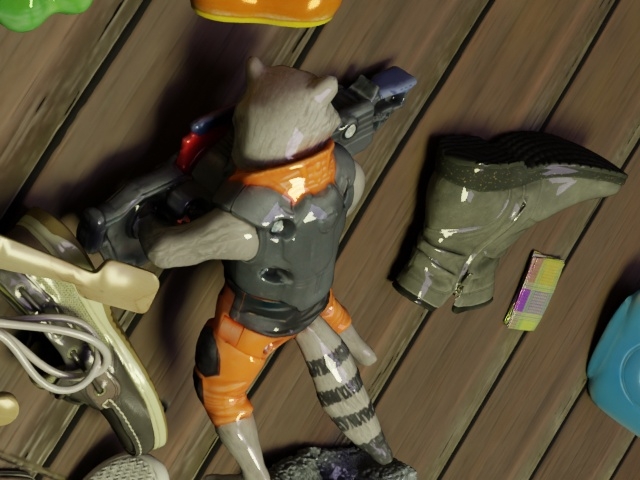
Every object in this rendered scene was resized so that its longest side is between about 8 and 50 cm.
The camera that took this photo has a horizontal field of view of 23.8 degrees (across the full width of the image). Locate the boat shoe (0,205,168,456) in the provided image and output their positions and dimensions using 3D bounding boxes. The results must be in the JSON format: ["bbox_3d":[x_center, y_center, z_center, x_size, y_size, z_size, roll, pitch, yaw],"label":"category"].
[{"bbox_3d":[-0.180,0.079,1.097,0.073,0.080,0.223,-36,128,-21],"label":"boat shoe"}]

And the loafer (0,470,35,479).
[{"bbox_3d":[-0.251,0.192,1.106,0.125,0.039,0.045,2,109,-47],"label":"loafer"}]

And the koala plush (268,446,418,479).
[{"bbox_3d":[0.033,0.300,1.327,0.203,0.221,0.196,20,96,-50],"label":"koala plush"}]

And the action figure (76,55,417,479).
[{"bbox_3d":[0.000,0.000,1.167,0.341,0.178,0.330,-35,136,-31],"label":"action figure"}]

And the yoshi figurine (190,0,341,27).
[{"bbox_3d":[-0.010,-0.334,0.977,0.203,0.203,0.362,-34,132,-51],"label":"yoshi figurine"}]

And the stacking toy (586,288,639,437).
[{"bbox_3d":[0.450,0.108,1.740,0.302,0.166,0.175,-26,144,-49],"label":"stacking toy"}]

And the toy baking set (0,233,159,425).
[{"bbox_3d":[-0.243,0.061,0.998,0.256,0.030,0.197,-38,126,-3],"label":"toy baking set"}]

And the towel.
[{"bbox_3d":[0.219,0.052,1.554,0.060,0.009,0.083,10,104,-49],"label":"towel"}]

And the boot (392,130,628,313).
[{"bbox_3d":[0.173,-0.015,1.429,0.246,0.083,0.161,-3,120,-40],"label":"boot"}]

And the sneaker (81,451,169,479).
[{"bbox_3d":[-0.173,0.281,1.223,0.240,0.091,0.126,-64,158,1],"label":"sneaker"}]

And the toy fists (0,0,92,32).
[{"bbox_3d":[-0.229,-0.172,0.893,0.279,0.096,0.142,-35,123,-27],"label":"toy fists"}]
